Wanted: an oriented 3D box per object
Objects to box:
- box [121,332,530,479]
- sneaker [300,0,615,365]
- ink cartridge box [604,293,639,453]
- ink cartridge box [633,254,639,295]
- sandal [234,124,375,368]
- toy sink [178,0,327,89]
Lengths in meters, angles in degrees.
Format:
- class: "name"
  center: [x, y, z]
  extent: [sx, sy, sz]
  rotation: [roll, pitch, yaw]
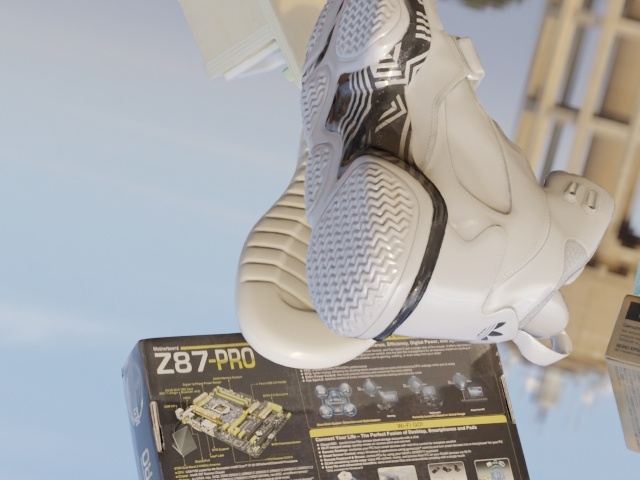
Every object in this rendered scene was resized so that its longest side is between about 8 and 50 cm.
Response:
- class: "box"
  center: [0.018, 0.244, 1.827]
  extent: [0.395, 0.318, 0.097]
  rotation: [-3, 156, -22]
- class: "sneaker"
  center: [0.102, -0.068, 1.405]
  extent: [0.210, 0.365, 0.137]
  rotation: [17, 143, -24]
- class: "ink cartridge box"
  center: [0.422, 0.166, 1.960]
  extent: [0.193, 0.088, 0.234]
  rotation: [12, 152, 22]
- class: "ink cartridge box"
  center: [0.462, -0.038, 2.231]
  extent: [0.093, 0.212, 0.154]
  rotation: [14, 166, -2]
- class: "sandal"
  center: [0.014, 0.006, 1.861]
  extent: [0.169, 0.102, 0.416]
  rotation: [24, -140, -1]
- class: "toy sink"
  center: [-0.052, -0.252, 1.920]
  extent: [0.131, 0.234, 0.153]
  rotation: [-28, 175, 42]
